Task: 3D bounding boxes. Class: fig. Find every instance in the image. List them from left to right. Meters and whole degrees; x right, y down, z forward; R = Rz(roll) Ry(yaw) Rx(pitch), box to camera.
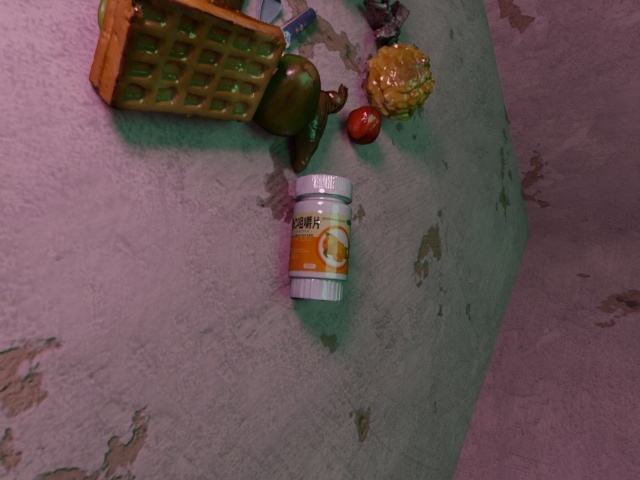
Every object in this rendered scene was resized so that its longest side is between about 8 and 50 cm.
[{"bbox_3d":[-0.083,-0.351,0.985,0.181,0.191,0.181,17,62,-35],"label":"fig"}]

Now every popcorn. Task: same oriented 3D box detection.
[{"bbox_3d":[0.266,-0.535,1.407,0.225,0.249,0.249,23,68,-79],"label":"popcorn"}]

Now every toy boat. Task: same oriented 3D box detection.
[{"bbox_3d":[-0.139,-0.586,1.053,0.096,0.034,0.122,12,88,-50],"label":"toy boat"}]

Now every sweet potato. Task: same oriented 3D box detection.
[{"bbox_3d":[-0.015,-0.340,1.138,0.124,0.098,0.310,51,55,-45],"label":"sweet potato"}]

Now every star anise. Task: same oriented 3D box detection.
[{"bbox_3d":[0.242,-0.758,1.454,0.257,0.111,0.198,-31,112,-53],"label":"star anise"}]

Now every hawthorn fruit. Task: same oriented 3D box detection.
[{"bbox_3d":[0.136,-0.364,1.302,0.128,0.128,0.128,3,86,-50],"label":"hawthorn fruit"}]

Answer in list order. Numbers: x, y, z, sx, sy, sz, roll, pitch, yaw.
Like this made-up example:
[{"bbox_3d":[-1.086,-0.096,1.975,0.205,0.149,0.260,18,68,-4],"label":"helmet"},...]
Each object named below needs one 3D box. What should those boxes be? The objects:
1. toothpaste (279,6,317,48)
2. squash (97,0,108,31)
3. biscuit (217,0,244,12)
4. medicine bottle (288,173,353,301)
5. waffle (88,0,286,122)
[{"bbox_3d":[-0.060,-0.596,1.138,0.057,0.035,0.197,53,54,-27],"label":"toothpaste"},{"bbox_3d":[-0.309,-0.515,0.784,0.101,0.101,0.378,42,60,-41],"label":"squash"},{"bbox_3d":[-0.201,-0.603,0.889,0.215,0.034,0.182,70,30,-70],"label":"biscuit"},{"bbox_3d":[0.000,0.000,1.090,0.158,0.158,0.318,12,79,-50],"label":"medicine bottle"},{"bbox_3d":[-0.234,-0.339,0.778,0.328,0.224,0.098,-12,56,-50],"label":"waffle"}]
